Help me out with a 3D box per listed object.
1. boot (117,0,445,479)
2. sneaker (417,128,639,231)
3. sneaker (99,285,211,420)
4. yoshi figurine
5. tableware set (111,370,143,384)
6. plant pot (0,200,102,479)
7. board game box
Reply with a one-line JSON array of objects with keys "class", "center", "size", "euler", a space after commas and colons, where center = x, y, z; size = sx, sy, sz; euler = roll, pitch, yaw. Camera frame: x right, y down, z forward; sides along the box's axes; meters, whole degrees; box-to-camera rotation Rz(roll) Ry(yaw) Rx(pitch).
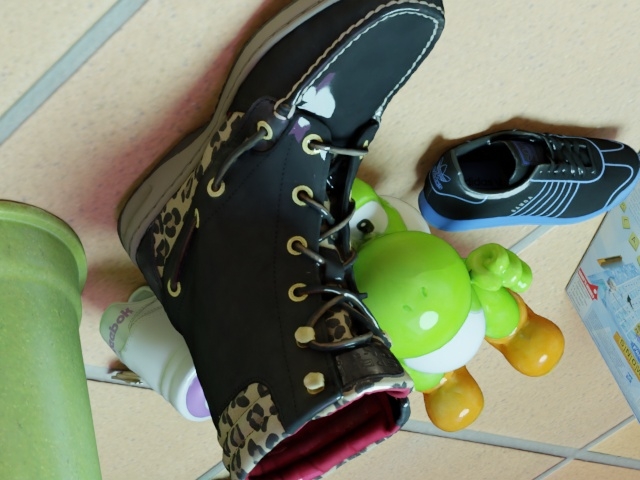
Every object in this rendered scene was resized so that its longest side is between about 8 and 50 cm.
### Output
[{"class": "boot", "center": [0.000, 0.000, 1.114], "size": [0.138, 0.284, 0.377], "euler": [10, 138, -45]}, {"class": "sneaker", "center": [0.208, -0.064, 1.372], "size": [0.232, 0.081, 0.090], "euler": [-12, 156, -18]}, {"class": "sneaker", "center": [-0.090, 0.077, 1.381], "size": [0.305, 0.152, 0.114], "euler": [-6, 123, -66]}, {"class": "yoshi figurine", "center": [0.100, 0.075, 1.337], "size": [0.203, 0.204, 0.362], "euler": [2, 156, 33]}, {"class": "tableware set", "center": [-0.116, 0.147, 1.471], "size": [0.141, 0.020, 0.168], "euler": [3, 178, 43]}, {"class": "plant pot", "center": [-0.291, 0.149, 1.183], "size": [0.276, 0.254, 0.276], "euler": [-17, 150, -10]}, {"class": "board game box", "center": [0.396, 0.089, 1.521], "size": [0.065, 0.319, 0.318], "euler": [-14, 150, -19]}]
